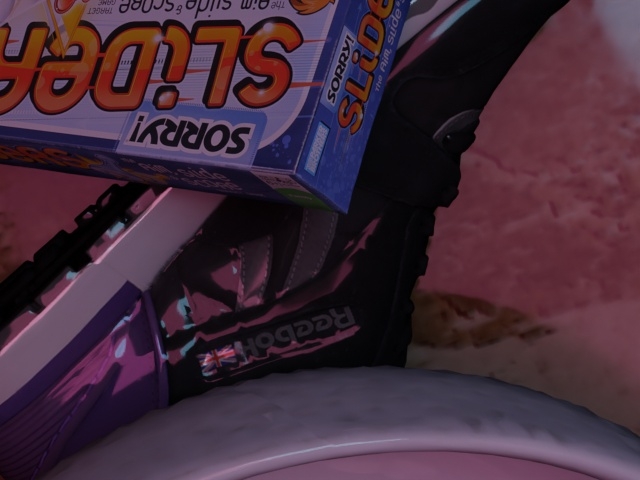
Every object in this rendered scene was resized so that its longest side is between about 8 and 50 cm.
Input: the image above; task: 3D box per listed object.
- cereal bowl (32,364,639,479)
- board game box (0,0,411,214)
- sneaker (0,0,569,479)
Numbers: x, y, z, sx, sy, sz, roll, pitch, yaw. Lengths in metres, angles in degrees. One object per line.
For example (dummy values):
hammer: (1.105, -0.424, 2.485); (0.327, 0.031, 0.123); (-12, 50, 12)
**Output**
cereal bowl: (0.006, 0.189, 0.565); (0.339, 0.141, 0.339); (-4, 109, -11)
board game box: (-0.062, -0.087, 0.567); (0.201, 0.035, 0.136); (8, 74, 33)
sneaker: (0.000, 0.000, 0.614); (0.283, 0.107, 0.124); (-41, 104, 9)
